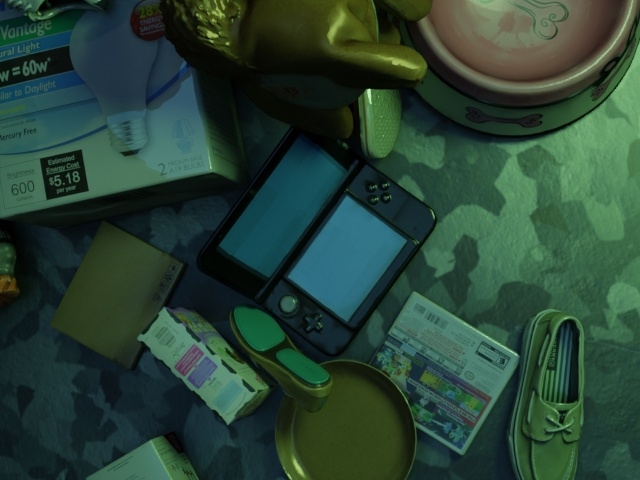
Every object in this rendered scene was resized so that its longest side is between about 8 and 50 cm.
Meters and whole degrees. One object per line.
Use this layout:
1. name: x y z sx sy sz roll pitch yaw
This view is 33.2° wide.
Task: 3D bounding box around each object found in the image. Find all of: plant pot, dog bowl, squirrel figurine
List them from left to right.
1. squirrel figurine: -0.035 -0.386 1.505 0.396 0.281 0.371 15 74 -11
2. plant pot: 0.042 0.305 1.688 0.236 0.032 0.236 -1 88 21
3. dog bowl: 0.303 -0.372 1.646 0.407 0.150 0.408 0 84 3

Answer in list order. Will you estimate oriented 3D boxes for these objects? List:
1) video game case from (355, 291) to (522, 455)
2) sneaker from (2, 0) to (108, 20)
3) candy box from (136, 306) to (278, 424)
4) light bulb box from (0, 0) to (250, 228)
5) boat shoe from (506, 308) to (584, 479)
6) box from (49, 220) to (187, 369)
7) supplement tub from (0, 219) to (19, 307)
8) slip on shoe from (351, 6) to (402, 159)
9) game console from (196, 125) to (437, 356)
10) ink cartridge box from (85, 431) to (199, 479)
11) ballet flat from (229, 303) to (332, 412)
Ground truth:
1. video game case: 0.186 0.209 1.697 0.201 0.023 0.183 31 91 9
2. sneaker: -0.434 -0.374 1.582 0.258 0.094 0.091 -1 79 9
3. candy box: -0.173 0.193 1.683 0.196 0.165 0.070 41 93 10
4. light bulb box: -0.334 -0.233 1.714 0.357 0.225 0.361 -12 84 8
5. boat shoe: 0.345 0.254 1.621 0.109 0.094 0.303 2 85 -7
6. box: -0.338 0.090 1.791 0.164 0.021 0.201 27 90 10
7. supplement tub: -0.623 -0.028 1.760 0.193 0.193 0.316 -26 83 6
8. slip on shoe: 0.056 -0.288 1.722 0.101 0.123 0.332 -15 82 30
9. game console: 0.000 0.000 1.668 0.250 0.173 0.293 37 92 11
10. ink cartridge box: -0.260 0.415 1.697 0.127 0.128 0.176 -30 82 5
11. ballet flat: -0.072 0.190 1.697 0.232 0.080 0.073 40 134 38
